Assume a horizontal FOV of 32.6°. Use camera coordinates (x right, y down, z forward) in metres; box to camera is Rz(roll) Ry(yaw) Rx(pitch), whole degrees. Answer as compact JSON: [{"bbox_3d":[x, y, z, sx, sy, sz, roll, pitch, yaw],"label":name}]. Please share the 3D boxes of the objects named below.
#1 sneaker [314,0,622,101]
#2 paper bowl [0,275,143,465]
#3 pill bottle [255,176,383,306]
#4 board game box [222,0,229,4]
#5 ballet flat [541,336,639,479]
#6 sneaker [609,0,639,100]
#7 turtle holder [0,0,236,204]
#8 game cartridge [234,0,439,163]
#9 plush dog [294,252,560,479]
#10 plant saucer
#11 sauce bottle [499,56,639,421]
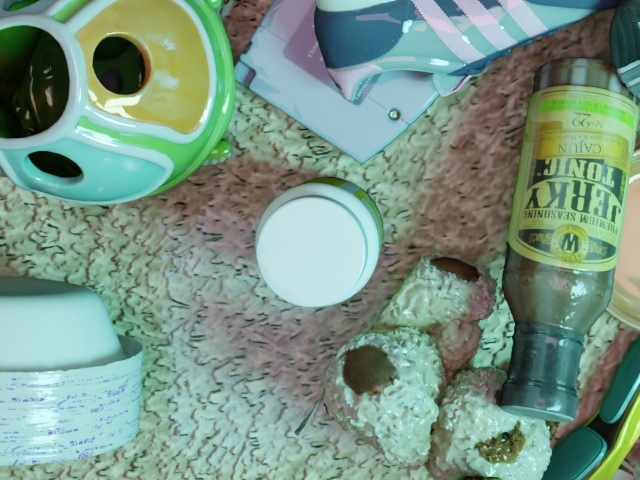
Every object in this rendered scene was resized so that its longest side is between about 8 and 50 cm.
[{"bbox_3d":[0.154,-0.209,1.052,0.318,0.112,0.131,-4,119,4],"label":"sneaker"},{"bbox_3d":[-0.317,0.117,1.074,0.284,0.284,0.148,5,95,5],"label":"paper bowl"},{"bbox_3d":[0.000,0.000,1.070,0.119,0.208,0.119,1,96,5],"label":"pill bottle"},{"bbox_3d":[-0.121,-0.353,1.126,0.170,0.048,0.141,41,96,0],"label":"board game box"},{"bbox_3d":[0.309,0.206,1.136,0.077,0.077,0.231,32,96,-15],"label":"ballet flat"},{"bbox_3d":[0.351,-0.183,1.054,0.086,0.132,0.228,-20,132,37],"label":"sneaker"},{"bbox_3d":[-0.253,-0.160,1.059,0.320,0.227,0.243,20,105,18],"label":"turtle holder"},{"bbox_3d":[0.066,-0.239,1.120,0.198,0.062,0.297,34,98,-3],"label":"game cartridge"},{"bbox_3d":[0.125,0.176,1.093,0.225,0.262,0.211,36,131,10],"label":"plush dog"},{"bbox_3d":[0.361,-0.003,1.125,0.199,0.037,0.200,0,96,4],"label":"plant saucer"},{"bbox_3d":[0.235,-0.002,1.048,0.111,0.111,0.345,9,77,4],"label":"sauce bottle"}]
